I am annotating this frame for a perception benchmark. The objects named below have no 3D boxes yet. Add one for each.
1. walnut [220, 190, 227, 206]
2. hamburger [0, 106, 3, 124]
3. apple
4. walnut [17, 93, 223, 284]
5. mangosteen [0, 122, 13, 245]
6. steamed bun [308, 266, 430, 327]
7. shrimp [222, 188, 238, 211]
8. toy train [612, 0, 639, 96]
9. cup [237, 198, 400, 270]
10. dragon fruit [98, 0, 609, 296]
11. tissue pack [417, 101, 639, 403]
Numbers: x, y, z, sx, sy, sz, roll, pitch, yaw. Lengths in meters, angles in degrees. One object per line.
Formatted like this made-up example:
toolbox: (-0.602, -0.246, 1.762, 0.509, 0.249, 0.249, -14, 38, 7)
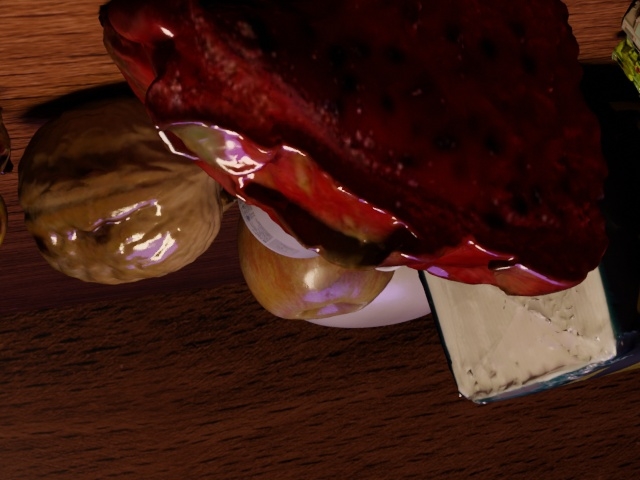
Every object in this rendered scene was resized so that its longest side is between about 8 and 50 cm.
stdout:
walnut: (-0.167, -0.053, 1.521, 0.121, 0.052, 0.091, -10, -156, 3)
hamburger: (-0.324, -0.041, 0.758, 0.283, 0.144, 0.259, -6, 143, -28)
apple: (0.000, 0.000, 1.705, 0.211, 0.187, 0.211, -11, 172, -2)
walnut: (-0.160, -0.043, 1.121, 0.184, 0.155, 0.155, -9, 176, 37)
mangosteen: (-0.324, -0.017, 1.008, 0.215, 0.215, 0.257, -16, -157, 51)
steamed bun: (0.074, 0.021, 1.958, 0.324, 0.206, 0.324, -9, 174, -1)
shrimp: (-0.171, -0.040, 1.642, 0.150, 0.051, 0.217, -22, -165, -24)
toy train: (0.274, -0.153, 1.092, 0.053, 0.085, 0.250, -36, 173, 7)
cup: (0.010, -0.040, 1.356, 0.134, 0.173, 0.142, -18, 178, -25)
dragon fruit: (-0.014, -0.050, 0.928, 0.329, 0.228, 0.286, -7, 176, -40)
tissue pack: (0.315, 0.004, 1.442, 0.417, 0.264, 0.253, -6, 165, -41)
